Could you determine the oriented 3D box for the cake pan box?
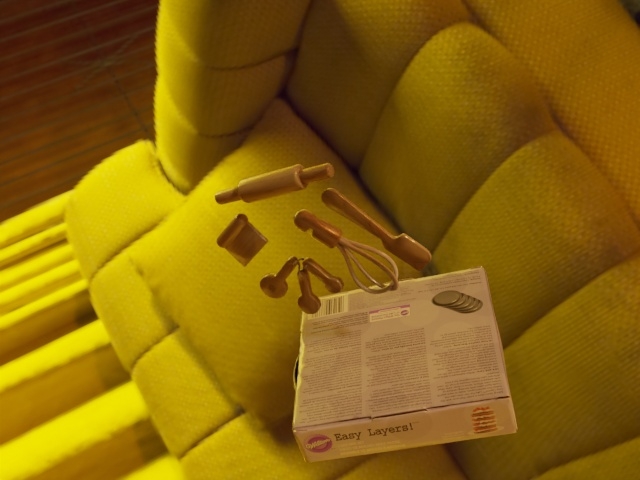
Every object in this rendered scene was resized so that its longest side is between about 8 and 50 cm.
[{"bbox_3d":[0.093,0.149,1.054,0.245,0.267,0.070,-88,-15,-57],"label":"cake pan box"}]

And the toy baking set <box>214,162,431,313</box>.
[{"bbox_3d":[-0.004,-0.005,0.999,0.256,0.030,0.196,-16,118,33],"label":"toy baking set"}]
